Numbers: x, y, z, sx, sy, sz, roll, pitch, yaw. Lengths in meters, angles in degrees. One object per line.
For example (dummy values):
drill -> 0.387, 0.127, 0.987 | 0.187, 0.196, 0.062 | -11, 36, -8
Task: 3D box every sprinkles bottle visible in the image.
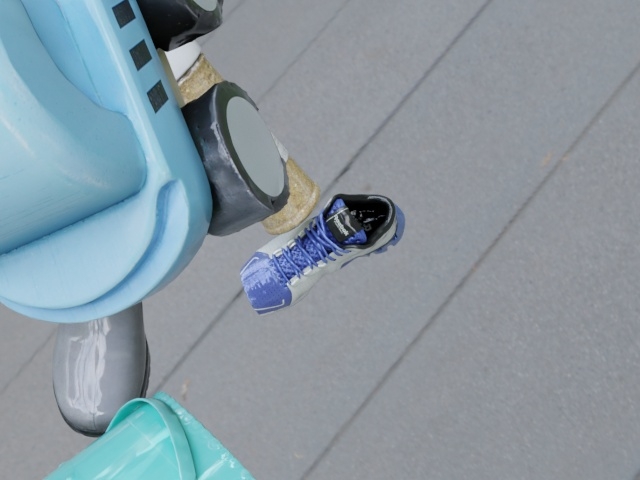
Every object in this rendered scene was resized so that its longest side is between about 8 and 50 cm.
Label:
sprinkles bottle -> -0.149, -0.166, 1.277 | 0.121, 0.355, 0.121 | -31, 29, 20

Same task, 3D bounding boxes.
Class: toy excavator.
toy excavator -> -0.239, -0.136, 0.450 | 0.222, 0.433, 0.445 | -20, 4, 19

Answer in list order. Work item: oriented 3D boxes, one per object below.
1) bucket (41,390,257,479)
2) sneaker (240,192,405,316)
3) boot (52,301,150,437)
bucket -> -0.139, 0.286, 0.741 | 0.183, 0.281, 0.281 | -42, 39, -21
sneaker -> 0.001, -0.001, 1.375 | 0.315, 0.182, 0.127 | -29, 78, -3
boot -> -0.265, 0.032, 0.919 | 0.118, 0.223, 0.338 | -5, 57, -6
